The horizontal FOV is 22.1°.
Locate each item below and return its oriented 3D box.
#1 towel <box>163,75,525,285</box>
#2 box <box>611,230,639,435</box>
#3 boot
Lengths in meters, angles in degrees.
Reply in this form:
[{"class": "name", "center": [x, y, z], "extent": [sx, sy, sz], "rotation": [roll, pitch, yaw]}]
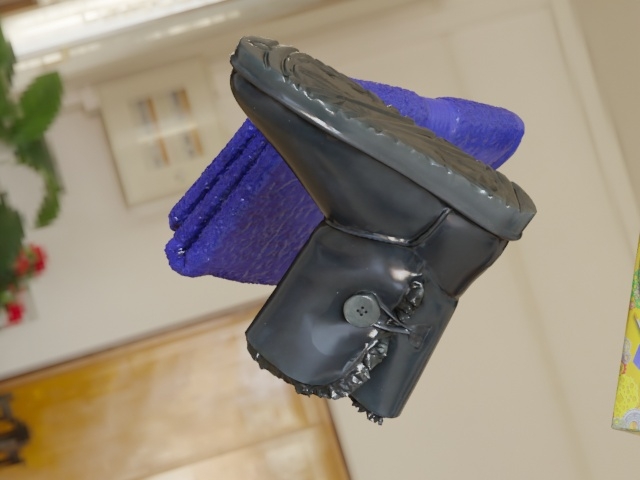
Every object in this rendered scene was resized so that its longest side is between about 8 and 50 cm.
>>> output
[{"class": "towel", "center": [0.021, -0.054, 1.464], "extent": [0.228, 0.308, 0.076], "rotation": [-52, -123, 25]}, {"class": "box", "center": [0.460, 0.072, 1.610], "extent": [0.177, 0.279, 0.290], "rotation": [-2, -106, 51]}, {"class": "boot", "center": [0.000, 0.000, 1.148], "extent": [0.207, 0.246, 0.094], "rotation": [-55, -167, 18]}]
